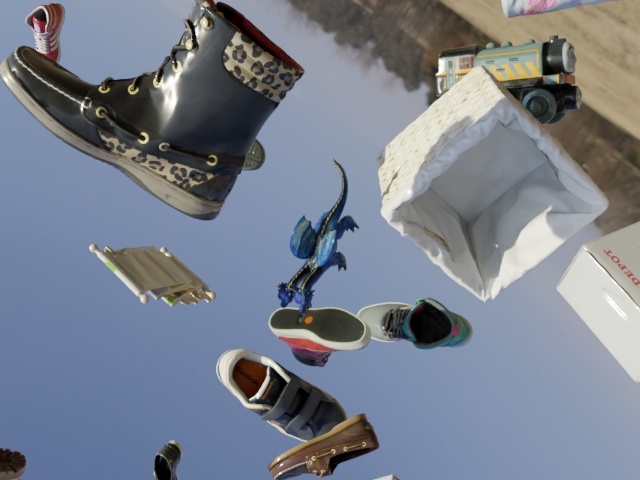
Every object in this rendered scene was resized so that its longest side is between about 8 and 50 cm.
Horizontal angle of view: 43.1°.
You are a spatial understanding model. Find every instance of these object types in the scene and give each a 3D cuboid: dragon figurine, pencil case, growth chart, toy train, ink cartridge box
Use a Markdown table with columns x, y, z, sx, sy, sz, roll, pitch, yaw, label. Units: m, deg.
| x | y | z | sx | sy | sz | roll | pitch | yaw | label |
| --- | --- | --- | --- | --- | --- | --- | --- | --- | --- |
| 0.000 | 0.000 | 1.530 | 0.085 | 0.289 | 0.144 | 23 | -160 | 21 | dragon figurine |
| 0.472 | -0.498 | 1.530 | 0.124 | 0.273 | 0.114 | 46 | -137 | -61 | pencil case |
| -0.298 | 0.064 | 1.499 | 0.172 | 0.021 | 0.237 | 44 | -164 | 18 | growth chart |
| 0.409 | -0.347 | 1.800 | 0.333 | 0.190 | 0.142 | 0 | -171 | 32 | toy train |
| 0.607 | 0.079 | 1.411 | 0.306 | 0.131 | 0.226 | -19 | -124 | -25 | ink cartridge box |

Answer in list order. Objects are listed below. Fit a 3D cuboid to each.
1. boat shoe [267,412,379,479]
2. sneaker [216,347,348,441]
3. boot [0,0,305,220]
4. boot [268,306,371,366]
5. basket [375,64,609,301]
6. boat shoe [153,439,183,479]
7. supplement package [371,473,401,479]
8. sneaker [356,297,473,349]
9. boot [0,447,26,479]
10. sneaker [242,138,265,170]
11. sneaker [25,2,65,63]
| x | y | z | sx | sy | sz | roll | pitch | yaw | label |
| --- | --- | --- | --- | --- | --- | --- | --- | --- | --- |
| 0.006 | 0.390 | 1.468 | 0.073 | 0.207 | 0.073 | 63 | -178 | 24 | boat shoe |
| -0.081 | 0.341 | 1.736 | 0.321 | 0.126 | 0.127 | 29 | 169 | -4 | sneaker |
| -0.236 | -0.233 | 1.171 | 0.377 | 0.284 | 0.138 | 35 | -160 | -11 | boot |
| 0.023 | 0.229 | 1.797 | 0.244 | 0.088 | 0.176 | 4 | 143 | 33 | boot |
| 0.330 | -0.123 | 1.637 | 0.328 | 0.331 | 0.266 | 38 | -156 | -25 | basket |
| -0.272 | 0.407 | 1.413 | 0.049 | 0.133 | 0.042 | 29 | -145 | 20 | boat shoe |
| 0.160 | 0.530 | 1.376 | 0.244 | 0.134 | 0.139 | 37 | -125 | -9 | supplement package |
| 0.210 | 0.202 | 1.964 | 0.295 | 0.124 | 0.178 | 3 | 168 | 19 | sneaker |
| -0.426 | 0.283 | 0.924 | 0.157 | 0.085 | 0.059 | 11 | -160 | -23 | boot |
| -0.200 | -0.191 | 1.633 | 0.227 | 0.087 | 0.130 | 13 | -179 | 18 | sneaker |
| -0.462 | -0.337 | 1.350 | 0.042 | 0.119 | 0.067 | 16 | -163 | 7 | sneaker |
